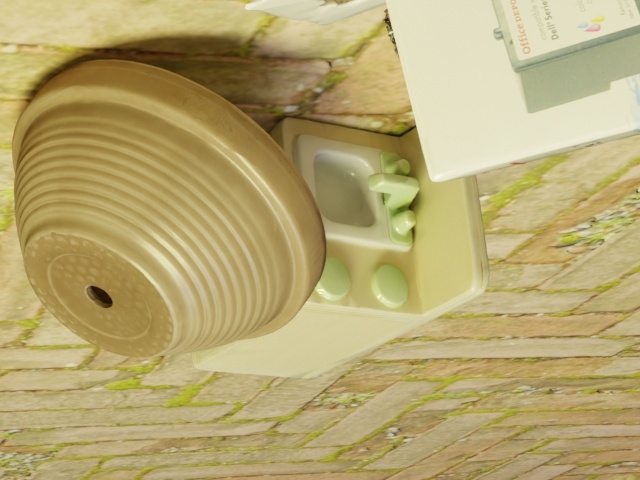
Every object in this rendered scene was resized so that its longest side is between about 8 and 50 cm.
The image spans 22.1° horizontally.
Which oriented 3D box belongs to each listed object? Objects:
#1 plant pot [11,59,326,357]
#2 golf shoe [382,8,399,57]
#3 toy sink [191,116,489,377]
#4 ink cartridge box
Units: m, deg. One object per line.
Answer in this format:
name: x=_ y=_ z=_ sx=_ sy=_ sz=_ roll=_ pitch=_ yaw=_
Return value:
plant pot: x=-0.123 y=0.003 z=1.119 sx=0.237 sy=0.110 sz=0.237 roll=18 pitch=141 yaw=16
golf shoe: x=0.094 y=-0.129 z=1.085 sx=0.086 sy=0.067 sz=0.186 roll=-29 pitch=166 yaw=7
toy sink: x=0.000 y=0.000 z=1.271 sx=0.131 sy=0.153 sz=0.234 roll=8 pitch=156 yaw=-35
ink cartridge box: x=0.158 y=-0.114 z=0.872 sx=0.353 sy=0.119 sz=0.207 roll=-13 pitch=-178 yaw=14
